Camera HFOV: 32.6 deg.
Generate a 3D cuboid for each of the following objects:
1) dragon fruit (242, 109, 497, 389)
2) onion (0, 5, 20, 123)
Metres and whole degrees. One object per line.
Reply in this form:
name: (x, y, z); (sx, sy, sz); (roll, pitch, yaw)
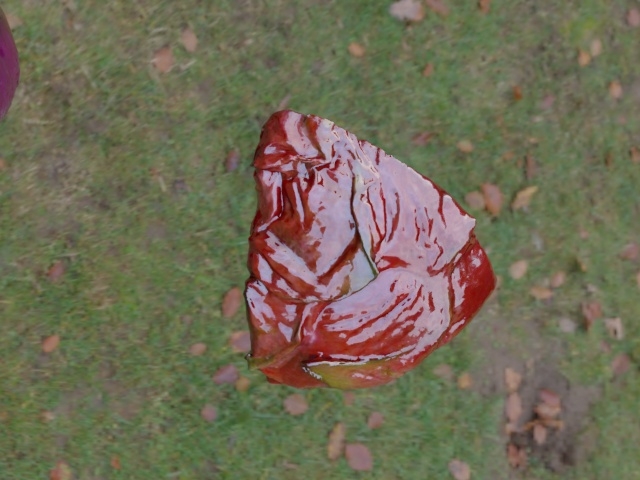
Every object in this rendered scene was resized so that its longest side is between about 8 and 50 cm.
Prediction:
dragon fruit: (0.000, 0.000, 1.247); (0.302, 0.240, 0.330); (-39, 122, -17)
onion: (-0.608, -0.186, 1.490); (0.399, 0.420, 0.398); (5, 48, -5)
